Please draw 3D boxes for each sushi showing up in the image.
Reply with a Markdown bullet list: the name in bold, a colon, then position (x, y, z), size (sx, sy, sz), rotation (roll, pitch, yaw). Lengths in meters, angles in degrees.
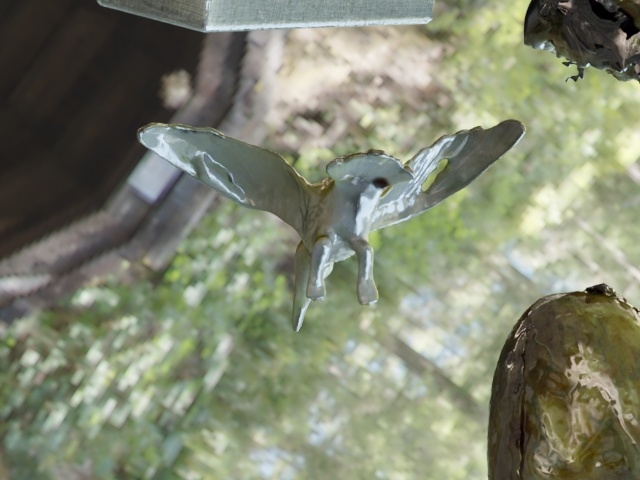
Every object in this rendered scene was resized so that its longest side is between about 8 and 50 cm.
- **sushi**: position (0.311, -0.243, 1.536), size (0.225, 0.238, 0.218), rotation (24, -65, 24)

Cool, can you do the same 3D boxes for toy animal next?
- **toy animal**: position (0.000, 0.000, 0.960), size (0.095, 0.219, 0.155), rotation (-110, -151, -62)

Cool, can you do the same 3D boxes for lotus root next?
- **lotus root**: position (0.194, 0.173, 1.194), size (0.152, 0.160, 0.274), rotation (102, -11, -56)

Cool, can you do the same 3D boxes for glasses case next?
- **glasses case**: position (-0.021, -0.137, 0.874), size (0.071, 0.205, 0.047), rotation (19, -73, 31)
